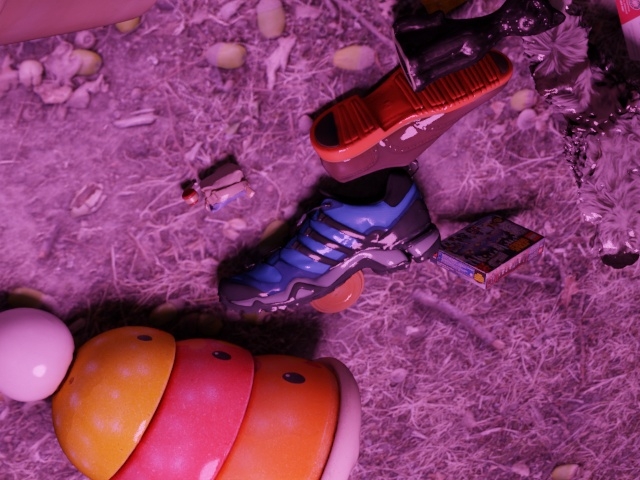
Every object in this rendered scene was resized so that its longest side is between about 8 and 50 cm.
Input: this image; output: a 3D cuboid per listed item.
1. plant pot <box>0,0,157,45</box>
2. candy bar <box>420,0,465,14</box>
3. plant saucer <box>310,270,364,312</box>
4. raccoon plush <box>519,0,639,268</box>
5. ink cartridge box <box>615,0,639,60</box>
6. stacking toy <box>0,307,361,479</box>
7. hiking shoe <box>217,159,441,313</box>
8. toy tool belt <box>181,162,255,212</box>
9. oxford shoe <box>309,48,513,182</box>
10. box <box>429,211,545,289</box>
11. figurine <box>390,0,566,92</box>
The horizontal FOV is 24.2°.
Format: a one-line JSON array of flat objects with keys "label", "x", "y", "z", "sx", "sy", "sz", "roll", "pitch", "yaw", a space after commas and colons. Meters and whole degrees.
[{"label": "plant pot", "x": -0.302, "y": -0.327, "z": 1.497, "sx": 0.280, "sy": 0.323, "sz": 0.323, "roll": 1, "pitch": 122, "yaw": -41}, {"label": "candy bar", "x": 0.199, "y": -0.328, "z": 1.856, "sx": 0.161, "sy": 0.018, "sz": 0.040, "roll": -34, "pitch": 131, "yaw": 1}, {"label": "plant saucer", "x": 0.021, "y": 0.065, "z": 2.044, "sx": 0.083, "sy": 0.013, "sz": 0.083, "roll": -10, "pitch": 124, "yaw": -16}, {"label": "raccoon plush", "x": 0.418, "y": -0.156, "z": 2.006, "sx": 0.216, "sy": 0.299, "sz": 0.446, "roll": -19, "pitch": 95, "yaw": 9}, {"label": "ink cartridge box", "x": 0.473, "y": -0.292, "z": 1.890, "sx": 0.072, "sy": 0.175, "sz": 0.127, "roll": -52, "pitch": 135, "yaw": -32}, {"label": "stacking toy", "x": -0.218, "y": 0.224, "z": 1.908, "sx": 0.480, "sy": 0.350, "sz": 0.351, "roll": 29, "pitch": 108, "yaw": -18}, {"label": "hiking shoe", "x": 0.000, "y": 0.000, "z": 1.955, "sx": 0.304, "sy": 0.113, "sz": 0.132, "roll": -20, "pitch": 99, "yaw": -4}, {"label": "toy tool belt", "x": -0.127, "y": -0.057, "z": 1.880, "sx": 0.083, "sy": 0.052, "sz": 0.051, "roll": -30, "pitch": 119, "yaw": -1}, {"label": "oxford shoe", "x": 0.121, "y": -0.160, "z": 1.900, "sx": 0.271, "sy": 0.097, "sz": 0.098, "roll": -23, "pitch": 142, "yaw": 2}, {"label": "box", "x": 0.225, "y": 0.012, "z": 2.008, "sx": 0.137, "sy": 0.094, "sz": 0.027, "roll": -29, "pitch": 135, "yaw": -42}, {"label": "figurine", "x": 0.175, "y": -0.312, "z": 1.792, "sx": 0.209, "sy": 0.092, "sz": 0.215, "roll": -22, "pitch": 122, "yaw": 1}]
